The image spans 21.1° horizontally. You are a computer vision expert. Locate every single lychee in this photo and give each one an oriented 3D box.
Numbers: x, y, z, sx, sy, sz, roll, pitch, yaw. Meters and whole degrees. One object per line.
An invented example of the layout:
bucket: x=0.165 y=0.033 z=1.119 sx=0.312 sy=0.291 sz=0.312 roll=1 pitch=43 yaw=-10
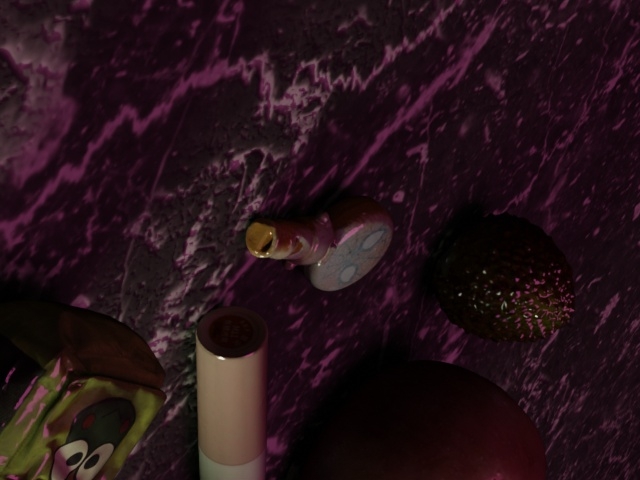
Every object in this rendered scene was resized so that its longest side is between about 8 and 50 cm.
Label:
lychee: x=0.222 y=0.051 z=2.036 sx=0.171 sy=0.171 sz=0.171 roll=-42 pitch=150 yaw=-32

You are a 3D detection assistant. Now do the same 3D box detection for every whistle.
whistle: x=0.000 y=0.000 z=1.709 sx=0.107 sy=0.057 sz=0.220 roll=-54 pitch=153 yaw=21

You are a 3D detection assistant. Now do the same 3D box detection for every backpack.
backpack: x=-0.248 y=0.160 z=1.341 sx=0.253 sy=0.140 sz=0.207 roll=-55 pitch=155 yaw=6

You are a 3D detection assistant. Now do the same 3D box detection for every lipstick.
lipstick: x=-0.088 y=0.176 z=1.716 sx=0.070 sy=0.070 sz=0.254 roll=-40 pitch=148 yaw=-35

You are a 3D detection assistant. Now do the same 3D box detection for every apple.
apple: x=0.118 y=0.293 z=2.023 sx=0.306 sy=0.235 sz=0.305 roll=-40 pitch=148 yaw=-32
